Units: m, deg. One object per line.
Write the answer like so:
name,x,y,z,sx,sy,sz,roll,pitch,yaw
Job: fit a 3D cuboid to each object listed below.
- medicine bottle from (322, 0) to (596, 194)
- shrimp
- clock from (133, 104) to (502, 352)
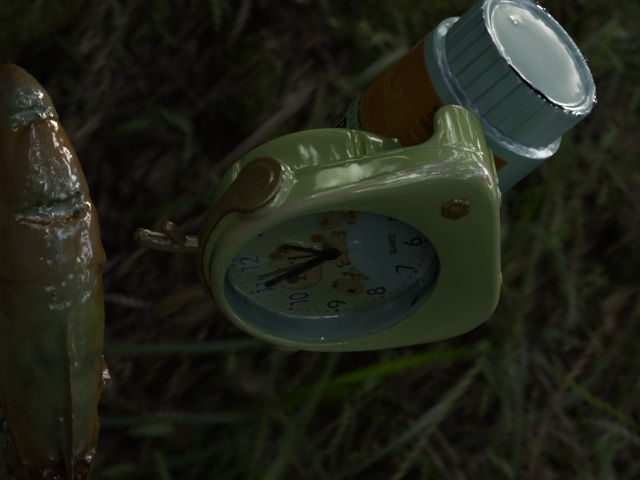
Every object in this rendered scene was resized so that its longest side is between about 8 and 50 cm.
medicine bottle,0.096,-0.084,1.591,0.158,0.318,0.158,29,40,-28
shrimp,-0.149,0.042,0.883,0.061,0.267,0.145,-16,21,-24
clock,0.000,0.000,1.478,0.235,0.308,0.096,83,-1,-52
